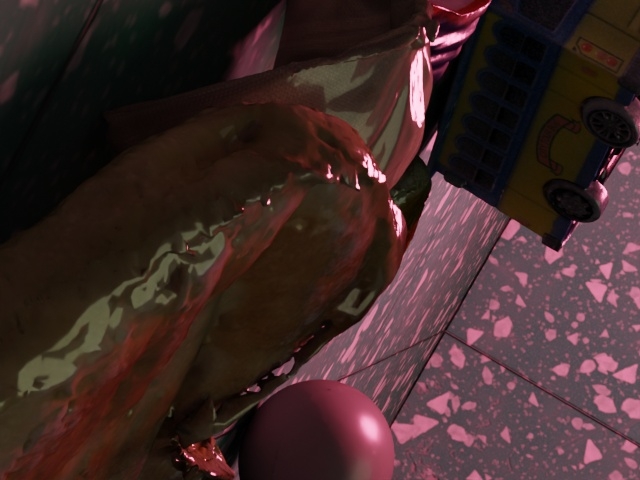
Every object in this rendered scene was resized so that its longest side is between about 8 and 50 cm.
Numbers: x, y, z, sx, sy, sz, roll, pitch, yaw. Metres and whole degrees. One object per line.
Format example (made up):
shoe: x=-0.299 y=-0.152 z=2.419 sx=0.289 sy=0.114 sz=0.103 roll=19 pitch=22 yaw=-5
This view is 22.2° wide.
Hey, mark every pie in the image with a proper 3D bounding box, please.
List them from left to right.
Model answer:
pie: x=-0.102 y=0.074 z=0.696 sx=0.337 sy=0.075 sz=0.337 roll=-37 pitch=159 yaw=-16
pie: x=0.053 y=0.002 z=1.542 sx=0.187 sy=0.041 sz=0.187 roll=-56 pitch=170 yaw=-15

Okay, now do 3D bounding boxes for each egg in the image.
egg: x=-0.005 y=0.210 z=1.549 sx=0.146 sy=0.146 sz=0.199 roll=-55 pitch=172 yaw=-28

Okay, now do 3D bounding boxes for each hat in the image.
hat: x=-0.021 y=-0.017 z=0.832 sx=0.219 sy=0.164 sz=0.226 roll=-45 pitch=142 yaw=-52

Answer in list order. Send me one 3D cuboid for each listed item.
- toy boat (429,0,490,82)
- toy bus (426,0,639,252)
toy boat: x=0.085 y=-0.218 z=0.986 sx=0.219 sy=0.072 sz=0.318 roll=-55 pitch=166 yaw=-44
toy bus: x=0.221 y=-0.142 z=1.516 sx=0.152 sy=0.190 sz=0.312 roll=-55 pitch=169 yaw=-27
